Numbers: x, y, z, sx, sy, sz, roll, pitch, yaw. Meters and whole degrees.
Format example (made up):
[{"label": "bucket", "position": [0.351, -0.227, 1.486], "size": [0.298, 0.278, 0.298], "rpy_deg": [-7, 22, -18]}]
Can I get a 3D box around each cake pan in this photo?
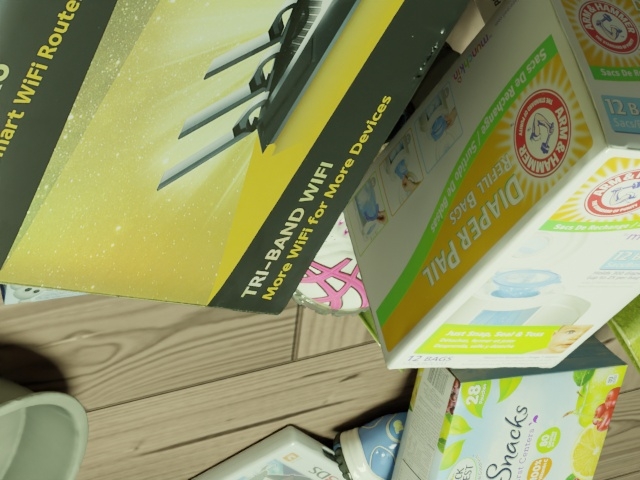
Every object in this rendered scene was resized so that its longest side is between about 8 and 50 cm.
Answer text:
[{"label": "cake pan", "position": [-0.286, 0.207, 1.070], "size": [0.293, 0.054, 0.293], "rpy_deg": [-44, 161, -20]}]

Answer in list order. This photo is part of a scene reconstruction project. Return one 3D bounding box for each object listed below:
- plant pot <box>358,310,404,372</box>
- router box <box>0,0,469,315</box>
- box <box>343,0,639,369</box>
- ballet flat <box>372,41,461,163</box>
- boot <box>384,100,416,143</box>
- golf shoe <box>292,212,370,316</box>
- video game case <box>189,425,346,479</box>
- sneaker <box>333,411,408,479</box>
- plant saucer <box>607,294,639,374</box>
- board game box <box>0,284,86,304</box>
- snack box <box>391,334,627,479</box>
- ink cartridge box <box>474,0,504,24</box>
[{"label": "plant pot", "position": [0.067, 0.039, 1.109], "size": [0.079, 0.083, 0.083], "rpy_deg": [-36, 150, 3]}, {"label": "router box", "position": [-0.041, -0.123, 0.613], "size": [0.243, 0.081, 0.308], "rpy_deg": [10, 116, -50]}, {"label": "box", "position": [0.111, -0.028, 0.750], "size": [0.114, 0.103, 0.203], "rpy_deg": [2, 147, -30]}, {"label": "ballet flat", "position": [0.057, -0.059, 0.954], "size": [0.084, 0.058, 0.250], "rpy_deg": [-53, 160, -13]}, {"label": "boot", "position": [-0.057, -0.088, 0.771], "size": [0.219, 0.106, 0.082], "rpy_deg": [-12, 151, -14]}, {"label": "golf shoe", "position": [0.000, 0.000, 0.999], "size": [0.186, 0.067, 0.086], "rpy_deg": [13, 136, -44]}, {"label": "video game case", "position": [-0.054, 0.252, 1.416], "size": [0.201, 0.023, 0.183], "rpy_deg": [-31, 140, 20]}, {"label": "sneaker", "position": [0.105, 0.205, 1.401], "size": [0.081, 0.080, 0.211], "rpy_deg": [-34, 149, 27]}, {"label": "plant saucer", "position": [0.191, 0.013, 1.018], "size": [0.045, 0.188, 0.188], "rpy_deg": [-32, 150, 7]}, {"label": "board game box", "position": [-0.153, 0.004, 0.962], "size": [0.090, 0.020, 0.090], "rpy_deg": [-7, 149, -21]}, {"label": "snack box", "position": [0.155, 0.186, 1.325], "size": [0.175, 0.070, 0.207], "rpy_deg": [-2, 117, -28]}, {"label": "ink cartridge box", "position": [0.239, -0.172, 0.799], "size": [0.273, 0.114, 0.198], "rpy_deg": [-37, 147, 30]}]
